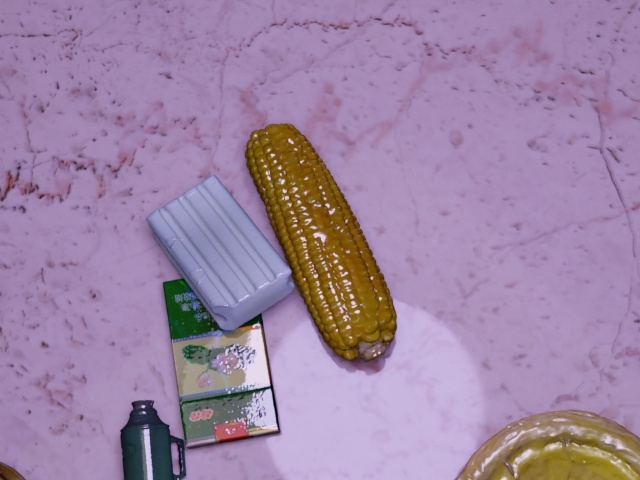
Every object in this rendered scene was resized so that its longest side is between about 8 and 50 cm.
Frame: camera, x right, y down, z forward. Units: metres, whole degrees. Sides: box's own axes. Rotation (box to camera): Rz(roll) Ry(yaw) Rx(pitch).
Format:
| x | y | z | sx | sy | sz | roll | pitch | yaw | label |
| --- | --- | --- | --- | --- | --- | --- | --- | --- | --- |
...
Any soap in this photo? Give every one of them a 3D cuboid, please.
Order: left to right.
| x | y | z | sx | sy | sz | roll | pitch | yaw | label |
| --- | --- | --- | --- | --- | --- | --- | --- | --- | --- |
| -0.138 | 0.017 | 1.742 | 0.119 | 0.066 | 0.198 | -33 | 61 | -11 | soap |

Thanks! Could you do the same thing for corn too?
| x | y | z | sx | sy | sz | roll | pitch | yaw | label |
| --- | --- | --- | --- | --- | --- | --- | --- | --- | --- |
| 0.000 | 0.000 | 1.741 | 0.120 | 0.120 | 0.363 | -25 | 76 | -4 | corn |

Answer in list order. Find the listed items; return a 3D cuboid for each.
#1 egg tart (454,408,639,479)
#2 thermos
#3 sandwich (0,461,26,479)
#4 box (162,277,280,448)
| x | y | z | sx | sy | sz | roll | pitch | yaw | label |
| --- | --- | --- | --- | --- | --- | --- | --- | --- | --- |
| 0.316 | 0.395 | 1.618 | 0.345 | 0.132 | 0.345 | -1 | 75 | 3 | egg tart |
| -0.226 | 0.308 | 1.698 | 0.083 | 0.073 | 0.188 | -7 | 75 | 2 | thermos |
| -0.552 | 0.373 | 1.686 | 0.301 | 0.099 | 0.271 | 33 | 75 | 13 | sandwich |
| -0.137 | 0.161 | 1.750 | 0.132 | 0.034 | 0.235 | -9 | 75 | 0 | box |
